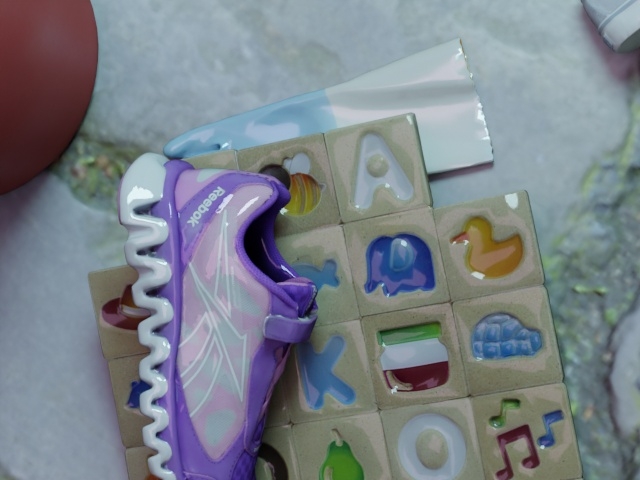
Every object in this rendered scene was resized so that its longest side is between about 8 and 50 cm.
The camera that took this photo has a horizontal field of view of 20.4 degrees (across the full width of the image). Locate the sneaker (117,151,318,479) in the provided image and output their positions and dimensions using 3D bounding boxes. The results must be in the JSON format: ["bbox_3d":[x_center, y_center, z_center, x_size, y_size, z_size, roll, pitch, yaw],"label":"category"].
[{"bbox_3d":[-0.050,0.061,1.041,0.104,0.095,0.236,-6,92,11],"label":"sneaker"}]

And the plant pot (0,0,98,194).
[{"bbox_3d":[-0.276,-0.129,1.093,0.275,0.243,0.275,-1,86,19],"label":"plant pot"}]

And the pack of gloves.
[{"bbox_3d":[0.000,0.000,1.093,0.232,0.046,0.195,-18,80,18],"label":"pack of gloves"}]

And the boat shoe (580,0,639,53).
[{"bbox_3d":[0.227,-0.185,1.021,0.184,0.066,0.063,-40,76,23],"label":"boat shoe"}]

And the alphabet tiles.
[{"bbox_3d":[0.009,0.106,1.076,0.285,0.011,0.342,-11,91,19],"label":"alphabet tiles"}]
